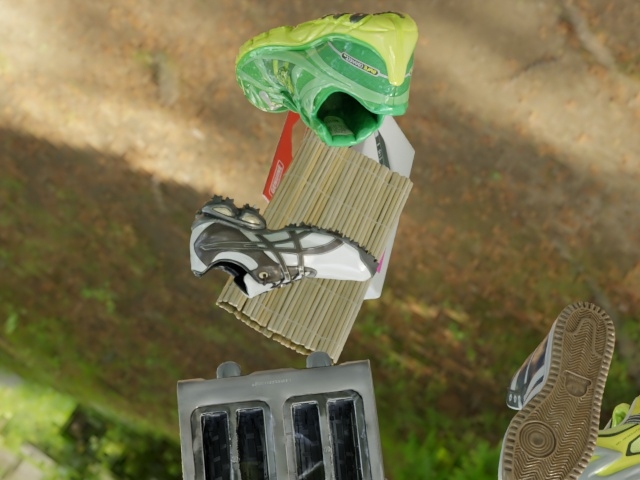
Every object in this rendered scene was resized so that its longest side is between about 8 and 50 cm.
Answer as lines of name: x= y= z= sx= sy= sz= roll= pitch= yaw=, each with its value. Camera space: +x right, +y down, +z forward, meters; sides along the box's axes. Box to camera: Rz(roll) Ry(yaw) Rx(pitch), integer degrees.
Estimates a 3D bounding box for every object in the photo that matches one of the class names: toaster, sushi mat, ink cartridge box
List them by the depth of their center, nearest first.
toaster: x=-0.031 y=0.191 z=1.254 sx=0.168 sy=0.186 sz=0.110 roll=-6 pitch=159 yaw=1
sushi mat: x=0.000 y=0.000 z=1.803 sx=0.151 sy=0.317 sz=0.019 roll=28 pitch=139 yaw=-3
ink cartridge box: x=0.033 y=-0.095 z=2.105 sx=0.060 sy=0.275 sz=0.239 roll=-8 pitch=139 yaw=30

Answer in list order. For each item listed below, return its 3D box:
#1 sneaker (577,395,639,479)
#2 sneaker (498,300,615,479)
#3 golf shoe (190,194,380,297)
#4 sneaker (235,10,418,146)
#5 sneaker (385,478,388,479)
sneaker: x=0.488 y=0.276 z=2.100 sx=0.145 sy=0.384 sz=0.147 roll=-48 pitch=57 yaw=58
sneaker: x=0.265 y=0.220 z=1.809 sx=0.099 sy=0.282 sz=0.153 roll=26 pitch=146 yaw=1
golf shoe: x=-0.041 y=0.025 z=1.571 sx=0.198 sy=0.094 sz=0.077 roll=15 pitch=158 yaw=-3
sneaker: x=-0.004 y=-0.153 z=1.526 sx=0.109 sy=0.124 sz=0.295 roll=-1 pitch=178 yaw=-26
sneaker: x=0.111 y=0.254 z=1.385 sx=0.170 sy=0.068 sz=0.071 roll=28 pitch=110 yaw=14
